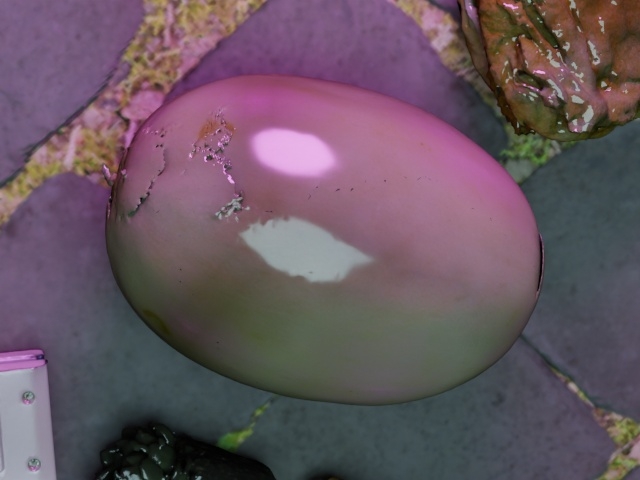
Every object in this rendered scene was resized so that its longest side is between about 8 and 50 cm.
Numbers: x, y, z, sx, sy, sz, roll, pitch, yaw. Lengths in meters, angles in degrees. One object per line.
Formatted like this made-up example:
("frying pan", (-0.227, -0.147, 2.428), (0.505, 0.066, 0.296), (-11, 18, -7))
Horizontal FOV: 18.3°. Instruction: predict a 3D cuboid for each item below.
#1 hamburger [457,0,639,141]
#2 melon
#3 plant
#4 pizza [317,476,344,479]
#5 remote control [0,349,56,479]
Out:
("hamburger", (0.190, -0.176, 1.443), (0.206, 0.130, 0.183), (-29, 111, -23))
("melon", (0.000, 0.000, 1.383), (0.317, 0.223, 0.223), (17, 100, -15))
("plant", (-0.104, 0.191, 1.481), (0.143, 0.094, 0.092), (15, 106, -20))
("pizza", (0.049, 0.284, 1.538), (0.069, 0.154, 0.194), (-27, 138, -26))
("remote control", (-0.335, 0.145, 1.441), (0.277, 0.055, 0.103), (-6, 106, -12))
